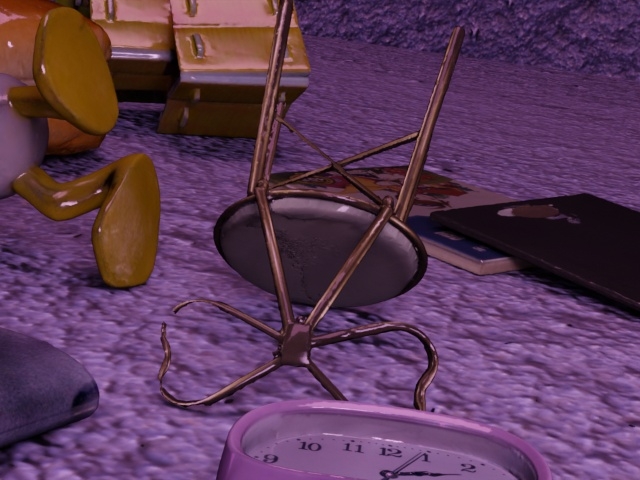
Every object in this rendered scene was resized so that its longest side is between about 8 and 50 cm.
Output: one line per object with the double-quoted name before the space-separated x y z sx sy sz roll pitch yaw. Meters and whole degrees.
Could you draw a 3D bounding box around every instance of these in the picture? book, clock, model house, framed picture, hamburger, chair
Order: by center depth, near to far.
"clock" 0.030 0.111 0.552 0.152 0.050 0.110 8 14 5
"chair" 0.000 0.000 0.814 0.159 0.170 0.326 10 58 1
"framed picture" 0.289 0.019 1.043 0.244 0.013 0.323 -7 23 -43
"book" 0.117 -0.029 1.186 0.228 0.018 0.322 -7 19 -40
"hamburger" -0.370 -0.174 1.244 0.314 0.170 0.290 -4 11 -30
"model house" -0.150 -0.287 1.443 0.300 0.340 0.323 0 20 -17

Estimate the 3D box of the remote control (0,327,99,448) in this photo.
"remote control" -0.264 0.096 0.503 0.107 0.044 0.377 11 14 34

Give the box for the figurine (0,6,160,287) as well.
"figurine" -0.326 -0.037 0.848 0.338 0.205 0.283 0 18 26
